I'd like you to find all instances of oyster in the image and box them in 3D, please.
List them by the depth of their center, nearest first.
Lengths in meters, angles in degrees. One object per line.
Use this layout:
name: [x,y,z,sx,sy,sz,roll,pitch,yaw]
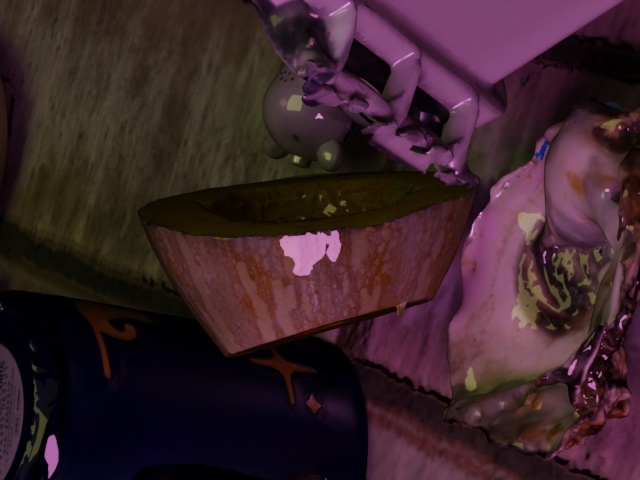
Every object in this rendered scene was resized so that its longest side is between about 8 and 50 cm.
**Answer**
oyster: [0.144,0.024,1.076,0.223,0.083,0.214,-8,64,67]

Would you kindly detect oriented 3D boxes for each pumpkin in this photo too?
pumpkin: [-0.004,0.016,1.174,0.217,0.217,0.110,1,96,50]

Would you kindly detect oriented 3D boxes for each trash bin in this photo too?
trash bin: [0.129,-0.237,1.020,0.368,0.256,0.296,-26,57,23]

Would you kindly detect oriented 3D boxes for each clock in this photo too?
clock: [0.027,-0.102,1.247,0.176,0.080,0.117,8,85,51]

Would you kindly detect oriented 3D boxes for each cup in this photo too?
cup: [-0.089,0.128,1.182,0.255,0.256,0.178,-8,74,47]

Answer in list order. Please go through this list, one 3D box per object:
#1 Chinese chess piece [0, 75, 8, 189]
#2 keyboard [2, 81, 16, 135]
Chinese chess piece: [-0.389,-0.094,1.692,0.257,0.104,0.257,-4,85,49]
keyboard: [-0.334,-0.111,1.726,0.166,0.017,0.055,-9,77,48]
